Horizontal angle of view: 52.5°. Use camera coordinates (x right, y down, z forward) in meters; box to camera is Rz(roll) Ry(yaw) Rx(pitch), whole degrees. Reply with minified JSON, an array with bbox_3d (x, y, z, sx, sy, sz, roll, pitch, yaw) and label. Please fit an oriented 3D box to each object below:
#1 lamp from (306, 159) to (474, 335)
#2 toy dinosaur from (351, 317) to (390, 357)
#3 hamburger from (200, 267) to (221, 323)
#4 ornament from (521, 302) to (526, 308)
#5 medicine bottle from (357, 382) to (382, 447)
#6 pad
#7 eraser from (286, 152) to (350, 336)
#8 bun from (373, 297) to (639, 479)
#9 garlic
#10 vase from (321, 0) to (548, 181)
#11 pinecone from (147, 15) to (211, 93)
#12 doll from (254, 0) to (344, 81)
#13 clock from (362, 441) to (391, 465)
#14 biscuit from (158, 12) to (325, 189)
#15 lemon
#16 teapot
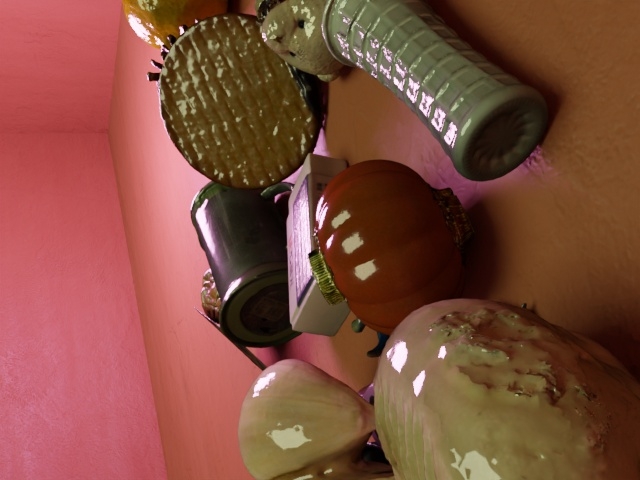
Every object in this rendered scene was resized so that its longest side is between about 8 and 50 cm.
[{"bbox_3d":[0.085,0.008,0.792,0.223,0.196,0.223,-24,-90,-82],"label":"lamp"},{"bbox_3d":[0.081,0.034,0.927,0.248,0.075,0.188,-92,9,-56],"label":"toy dinosaur"},{"bbox_3d":[-0.196,0.118,1.488,0.206,0.130,0.183,-18,80,62],"label":"hamburger"},{"bbox_3d":[0.228,0.104,0.701,0.125,0.028,0.073,170,94,-67],"label":"ornament"},{"bbox_3d":[0.121,0.244,0.890,0.219,0.078,0.115,-6,102,64],"label":"medicine bottle"},{"bbox_3d":[-0.155,0.244,1.388,0.220,0.004,0.330,47,166,-22],"label":"pad"},{"bbox_3d":[0.000,0.000,1.016,0.279,0.081,0.124,-95,21,-43],"label":"eraser"},{"bbox_3d":[0.176,0.209,0.542,0.362,0.234,0.326,80,180,-65],"label":"bun"},{"bbox_3d":[0.011,0.309,0.864,0.313,0.249,0.286,135,143,-73],"label":"garlic"},{"bbox_3d":[0.124,-0.196,0.748,0.299,0.143,0.143,58,144,40],"label":"vase"},{"bbox_3d":[-0.213,-0.331,1.306,0.264,0.264,0.264,175,90,-65],"label":"pinecone"},{"bbox_3d":[-0.043,-0.392,1.013,0.278,0.149,0.175,66,159,15],"label":"doll"},{"bbox_3d":[0.116,0.438,0.963,0.280,0.055,0.281,176,90,-64],"label":"clock"},{"bbox_3d":[-0.146,-0.245,1.171,0.040,0.318,0.318,-51,-30,-64],"label":"biscuit"},{"bbox_3d":[-0.338,-0.585,1.527,0.253,0.253,0.310,145,123,-61],"label":"lemon"},{"bbox_3d":[-0.121,0.000,1.259,0.270,0.200,0.337,-50,43,21],"label":"teapot"}]
